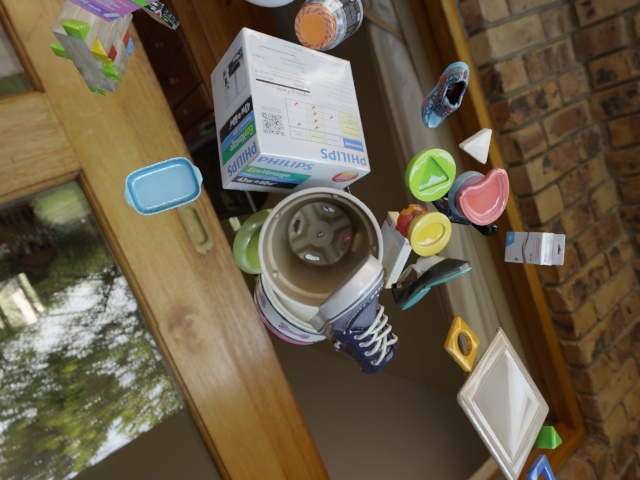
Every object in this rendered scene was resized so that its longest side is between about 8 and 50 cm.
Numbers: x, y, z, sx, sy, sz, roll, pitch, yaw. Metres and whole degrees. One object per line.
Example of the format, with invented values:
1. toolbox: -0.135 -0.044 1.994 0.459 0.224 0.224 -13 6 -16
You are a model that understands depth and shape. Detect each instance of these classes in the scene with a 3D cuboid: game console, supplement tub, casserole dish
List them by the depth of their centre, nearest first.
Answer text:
1. casserole dish: -0.388 -0.135 1.190 0.188 0.114 0.037 -21 -170 -13
2. game console: 0.432 -0.100 1.517 0.361 0.213 0.044 4 129 -54
3. supplement tub: 0.031 -0.849 1.841 0.193 0.194 0.316 -15 -154 32

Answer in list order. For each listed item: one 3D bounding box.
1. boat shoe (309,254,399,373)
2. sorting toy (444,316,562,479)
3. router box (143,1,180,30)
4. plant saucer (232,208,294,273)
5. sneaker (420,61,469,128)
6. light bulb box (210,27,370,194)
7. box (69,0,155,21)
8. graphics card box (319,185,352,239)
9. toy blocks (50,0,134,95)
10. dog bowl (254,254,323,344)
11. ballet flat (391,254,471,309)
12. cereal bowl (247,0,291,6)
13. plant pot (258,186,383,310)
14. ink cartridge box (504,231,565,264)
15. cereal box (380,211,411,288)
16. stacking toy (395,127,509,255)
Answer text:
1. boat shoe: 0.083 0.140 0.827 0.127 0.158 0.340 -45 173 -16
2. sorting toy: 0.299 0.271 0.804 0.047 0.348 0.196 -23 -167 48
3. router box: -0.523 -0.737 1.546 0.038 0.092 0.122 -59 173 5
4. plant saucer: -0.176 0.012 1.593 0.240 0.241 0.037 -27 -140 -26
5. sneaker: 0.438 -0.497 1.708 0.103 0.262 0.125 14 -134 -10
6. light bulb box: -0.087 -0.331 1.338 0.357 0.362 0.225 3 161 -35
7. box: -0.421 -0.563 0.938 0.242 0.118 0.213 -8 174 25
8. graphics card box: 0.024 -0.166 2.076 0.232 0.371 0.094 -22 169 20
9. toy blocks: -0.687 -0.661 1.508 0.190 0.261 0.381 16 165 -3
10. dog bowl: -0.072 0.213 1.833 0.408 0.408 0.150 -35 167 -50
11. ballet flat: 0.279 0.098 1.295 0.095 0.096 0.280 -14 160 -40
12. cereal bowl: -0.196 -0.960 1.660 0.338 0.339 0.141 -25 -179 -19
13. plant pot: 0.000 0.000 1.414 0.333 0.334 0.305 -21 -170 4
14. ink cartridge box: 0.702 0.025 1.579 0.060 0.104 0.180 4 179 -29
15. cereal box: 0.265 0.036 1.801 0.047 0.240 0.173 2 -140 -21
16. stacking toy: 0.326 -0.141 1.267 0.308 0.280 0.130 -24 -152 -11
